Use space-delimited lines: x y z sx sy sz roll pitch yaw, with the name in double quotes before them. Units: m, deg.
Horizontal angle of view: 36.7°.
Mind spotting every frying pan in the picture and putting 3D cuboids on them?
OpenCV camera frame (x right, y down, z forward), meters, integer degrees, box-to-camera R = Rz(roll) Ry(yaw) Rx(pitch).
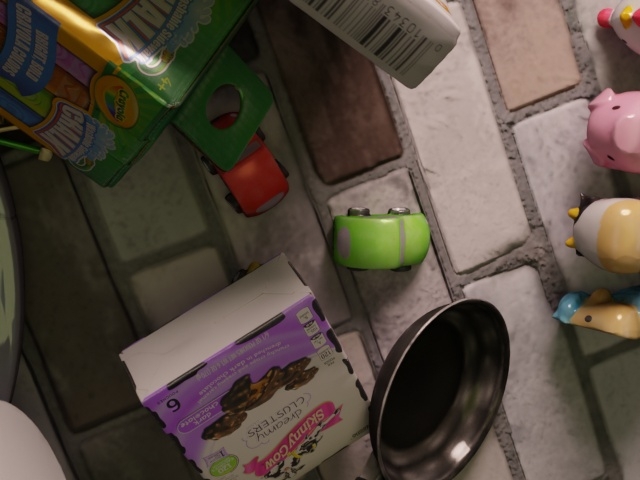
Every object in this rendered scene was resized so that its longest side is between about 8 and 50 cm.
"frying pan" 0.086 0.204 0.906 0.197 0.053 0.326 26 87 -49

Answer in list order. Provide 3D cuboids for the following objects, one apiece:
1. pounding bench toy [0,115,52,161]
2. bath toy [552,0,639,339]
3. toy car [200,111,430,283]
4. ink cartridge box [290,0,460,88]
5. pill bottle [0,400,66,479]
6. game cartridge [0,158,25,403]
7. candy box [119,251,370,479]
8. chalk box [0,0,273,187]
"pounding bench toy" -0.271 -0.104 0.829 0.065 0.052 0.083 -13 100 -10
"bath toy" 0.308 -0.085 0.923 0.151 0.129 0.348 -7 105 -56
"toy car" 0.000 0.000 0.900 0.225 0.053 0.239 -2 98 -11
"ink cartridge box" -0.046 -0.280 0.728 0.304 0.307 0.072 31 115 -23
"pill bottle" -0.388 0.266 0.746 0.361 0.204 0.204 -22 102 4
"game cartridge" -0.360 0.060 0.834 0.198 0.062 0.297 3 97 -8
"candy box" -0.055 0.133 0.856 0.165 0.070 0.196 -32 132 -6
"chalk box" -0.161 -0.175 0.750 0.289 0.179 0.180 35 61 -14
